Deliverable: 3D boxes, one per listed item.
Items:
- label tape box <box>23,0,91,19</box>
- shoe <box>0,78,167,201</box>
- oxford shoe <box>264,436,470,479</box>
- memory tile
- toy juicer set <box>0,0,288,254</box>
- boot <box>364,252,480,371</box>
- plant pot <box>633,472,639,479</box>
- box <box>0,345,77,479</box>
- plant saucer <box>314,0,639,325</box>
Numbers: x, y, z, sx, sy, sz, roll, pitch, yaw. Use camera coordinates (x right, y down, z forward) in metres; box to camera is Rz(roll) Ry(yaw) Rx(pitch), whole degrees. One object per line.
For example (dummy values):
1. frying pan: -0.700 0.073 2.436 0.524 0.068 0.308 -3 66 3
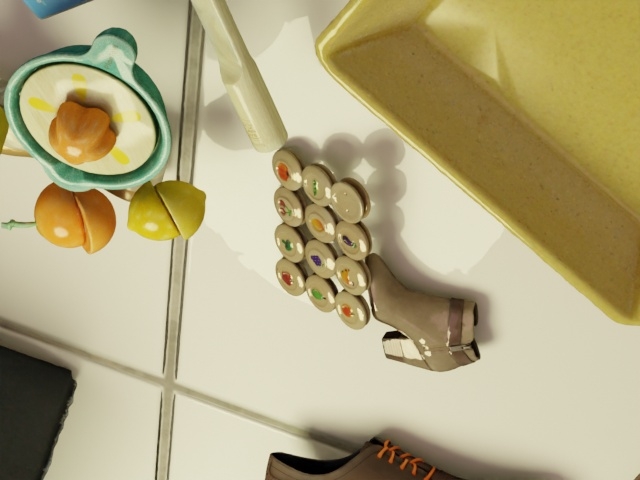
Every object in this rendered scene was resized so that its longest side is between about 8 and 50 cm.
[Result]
1. label tape box: -0.132 -0.318 1.038 0.347 0.115 0.249 -16 134 30
2. shoe: -0.231 -0.103 1.300 0.219 0.076 0.058 23 131 -1
3. oxford shoe: 0.075 0.231 1.375 0.271 0.097 0.098 -5 93 13
4. memory tile: 0.000 0.000 1.272 0.113 0.012 0.148 28 133 36
5. toy juicer set: -0.153 -0.073 1.181 0.329 0.089 0.209 -24 122 36
6. boot: 0.090 0.060 1.286 0.087 0.042 0.118 -4 121 20
7. plant pot: 0.372 0.305 1.232 0.230 0.215 0.215 33 131 -17
8. box: -0.556 0.295 1.520 0.480 0.297 0.472 20 128 -8
9. plant saucer: 0.216 -0.143 1.058 0.333 0.081 0.333 40 130 -5
